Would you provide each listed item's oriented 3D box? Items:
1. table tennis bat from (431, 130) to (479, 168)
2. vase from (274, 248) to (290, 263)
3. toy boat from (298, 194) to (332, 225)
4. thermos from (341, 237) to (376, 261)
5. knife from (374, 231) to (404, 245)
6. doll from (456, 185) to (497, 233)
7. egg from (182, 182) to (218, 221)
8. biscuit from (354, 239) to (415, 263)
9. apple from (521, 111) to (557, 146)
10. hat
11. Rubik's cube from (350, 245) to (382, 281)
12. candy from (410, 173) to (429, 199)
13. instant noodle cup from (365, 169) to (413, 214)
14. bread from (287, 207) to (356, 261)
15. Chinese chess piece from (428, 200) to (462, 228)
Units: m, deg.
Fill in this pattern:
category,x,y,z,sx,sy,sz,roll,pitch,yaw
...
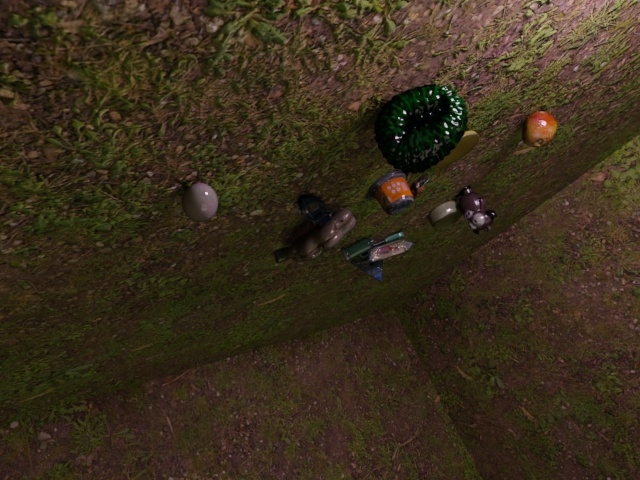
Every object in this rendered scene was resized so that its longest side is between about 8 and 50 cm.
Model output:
category,x,y,z,sx,sy,sz,roll,pitch,yaw
table tennis bat,0.502,-0.368,1.689,0.224,0.054,0.369,-36,160,27
vase,-0.156,0.064,1.943,0.101,0.053,0.053,-22,158,-22
toy boat,-0.019,-0.106,1.648,0.100,0.097,0.223,-34,158,12
thermos,0.206,0.043,2.249,0.188,0.083,0.073,-27,137,1
knife,0.343,0.011,2.403,0.261,0.034,0.063,-21,172,7
doll,0.798,-0.155,2.203,0.117,0.257,0.182,-9,154,-19
egg,-0.353,-0.112,1.261,0.103,0.103,0.135,-16,155,-23
biscuit,0.354,0.060,2.371,0.309,0.079,0.186,-15,180,-22
apple,0.916,-0.464,1.788,0.147,0.146,0.146,-22,158,-9
hat,0.315,-0.325,1.359,0.274,0.242,0.332,-16,173,10
Rubik's cube,0.329,0.147,2.496,0.211,0.178,0.190,-3,146,-46
candy,0.429,-0.227,1.922,0.047,0.053,0.182,-4,149,-29
instant noodle cup,0.307,-0.186,1.778,0.178,0.125,0.208,0,147,-48
bread,-0.003,-0.005,1.795,0.337,0.102,0.183,-34,-168,19
Chinese chess piece,0.686,-0.142,2.355,0.189,0.083,0.188,-19,157,-8
